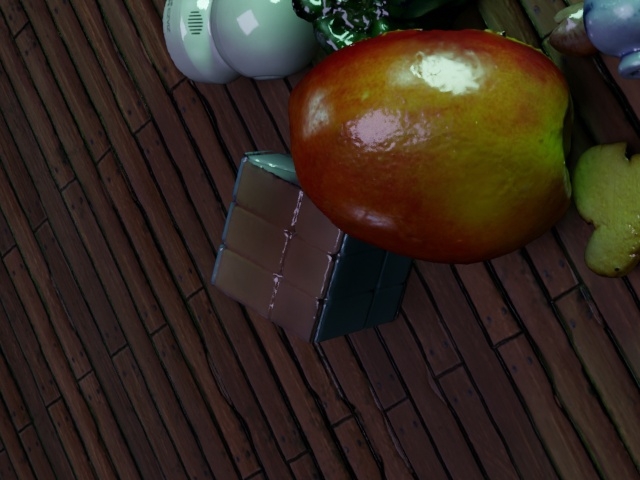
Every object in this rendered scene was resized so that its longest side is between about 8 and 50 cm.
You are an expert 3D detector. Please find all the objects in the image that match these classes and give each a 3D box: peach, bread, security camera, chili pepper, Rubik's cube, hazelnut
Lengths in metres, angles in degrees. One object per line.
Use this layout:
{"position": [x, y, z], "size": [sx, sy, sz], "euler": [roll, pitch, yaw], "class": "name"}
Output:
{"position": [0.143, -0.123, 1.760], "size": [0.380, 0.306, 0.242], "euler": [-1, 55, 20], "class": "peach"}
{"position": [0.407, -0.044, 1.782], "size": [0.149, 0.065, 0.188], "euler": [32, 120, 44], "class": "bread"}
{"position": [-0.108, -0.348, 2.073], "size": [0.236, 0.194, 0.195], "euler": [-1, 97, 36], "class": "security camera"}
{"position": [0.104, -0.382, 1.846], "size": [0.248, 0.256, 0.233], "euler": [-43, 76, 38], "class": "chili pepper"}
{"position": [0.000, 0.000, 2.015], "size": [0.221, 0.231, 0.225], "euler": [28, 113, 32], "class": "Rubik's cube"}
{"position": [0.352, -0.288, 1.767], "size": [0.086, 0.086, 0.086], "euler": [8, 103, 39], "class": "hazelnut"}

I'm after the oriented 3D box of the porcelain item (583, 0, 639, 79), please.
{"position": [0.402, -0.339, 1.677], "size": [0.141, 0.141, 0.259], "euler": [-13, 78, 40], "class": "porcelain item"}
